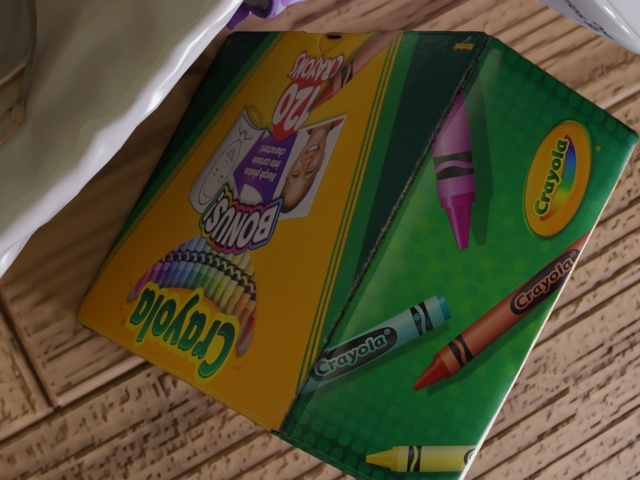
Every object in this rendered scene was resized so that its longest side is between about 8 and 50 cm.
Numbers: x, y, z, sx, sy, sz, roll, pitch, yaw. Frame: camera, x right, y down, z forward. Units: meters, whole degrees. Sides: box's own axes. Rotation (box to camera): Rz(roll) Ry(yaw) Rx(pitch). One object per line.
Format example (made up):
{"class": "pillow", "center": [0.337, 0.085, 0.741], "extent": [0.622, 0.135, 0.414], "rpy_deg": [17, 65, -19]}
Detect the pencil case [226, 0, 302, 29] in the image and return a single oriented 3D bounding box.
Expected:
{"class": "pencil case", "center": [0.035, -0.183, 0.873], "extent": [0.206, 0.088, 0.086], "rpy_deg": [-27, 68, -17]}

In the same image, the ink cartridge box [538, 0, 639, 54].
{"class": "ink cartridge box", "center": [0.143, -0.258, 0.758], "extent": [0.289, 0.121, 0.211], "rpy_deg": [-54, 136, -1]}

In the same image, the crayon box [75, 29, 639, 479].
{"class": "crayon box", "center": [0.000, 0.000, 0.768], "extent": [0.081, 0.278, 0.165], "rpy_deg": [30, 84, -23]}

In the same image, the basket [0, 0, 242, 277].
{"class": "basket", "center": [-0.231, -0.139, 0.616], "extent": [0.331, 0.266, 0.328], "rpy_deg": [38, 109, -21]}
